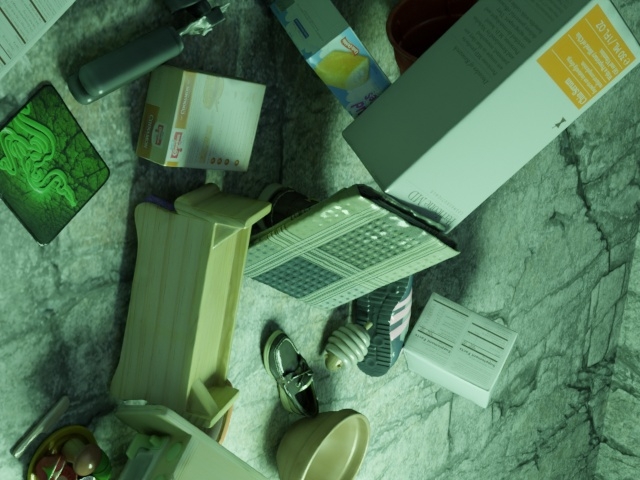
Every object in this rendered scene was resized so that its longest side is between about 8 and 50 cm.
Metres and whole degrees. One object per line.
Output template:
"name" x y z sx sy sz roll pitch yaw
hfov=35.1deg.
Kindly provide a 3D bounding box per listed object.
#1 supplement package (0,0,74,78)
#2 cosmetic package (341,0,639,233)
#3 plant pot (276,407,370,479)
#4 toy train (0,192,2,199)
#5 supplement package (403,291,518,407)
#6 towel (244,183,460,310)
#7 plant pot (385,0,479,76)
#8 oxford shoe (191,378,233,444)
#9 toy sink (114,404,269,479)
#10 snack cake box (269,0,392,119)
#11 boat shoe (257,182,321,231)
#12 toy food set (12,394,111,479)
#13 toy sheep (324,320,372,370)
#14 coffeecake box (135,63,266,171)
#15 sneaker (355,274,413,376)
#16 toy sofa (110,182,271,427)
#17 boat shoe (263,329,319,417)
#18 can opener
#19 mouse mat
"supplement package" -0.384 -0.280 1.179 0.179 0.105 0.105 -54 143 -21
"cosmetic package" 0.285 -0.242 1.672 0.453 0.161 0.230 -43 143 15
"plant pot" -0.011 0.431 2.035 0.237 0.110 0.237 -35 139 -38
"toy train" -0.435 -0.106 1.262 0.036 0.027 0.158 -24 124 -23
"supplement package" 0.308 0.247 2.233 0.145 0.204 0.262 -61 166 -11
"towel" 0.034 0.012 1.733 0.312 0.324 0.056 28 47 -45
"plant pot" 0.268 -0.307 1.935 0.272 0.272 0.265 -46 147 -30
"oxford shoe" -0.241 0.340 1.703 0.271 0.097 0.098 -60 138 -14
"toy sink" -0.225 0.371 1.570 0.234 0.153 0.131 43 57 -28
"snack cake box" 0.037 -0.299 1.685 0.089 0.152 0.264 -37 144 8
"boat shoe" 0.000 0.000 1.849 0.116 0.097 0.324 -61 144 -10
"toy food set" -0.374 0.358 1.548 0.128 0.071 0.218 -45 138 -31
"toy sheep" 0.057 0.211 2.048 0.132 0.091 0.091 -50 141 -18
"coffeecake box" -0.179 -0.184 1.537 0.185 0.068 0.142 0 107 -54
"sneaker" 0.141 0.120 2.114 0.131 0.112 0.319 -36 141 -60
"toy sofa" -0.204 0.096 1.607 0.150 0.177 0.362 -41 143 -72
"boat shoe" -0.047 0.259 1.938 0.080 0.073 0.223 -48 141 -31
"can opener" -0.242 -0.291 1.418 0.283 0.076 0.095 -38 102 -37
"mouse mat" -0.372 -0.099 1.375 0.152 0.007 0.189 -52 141 -23
